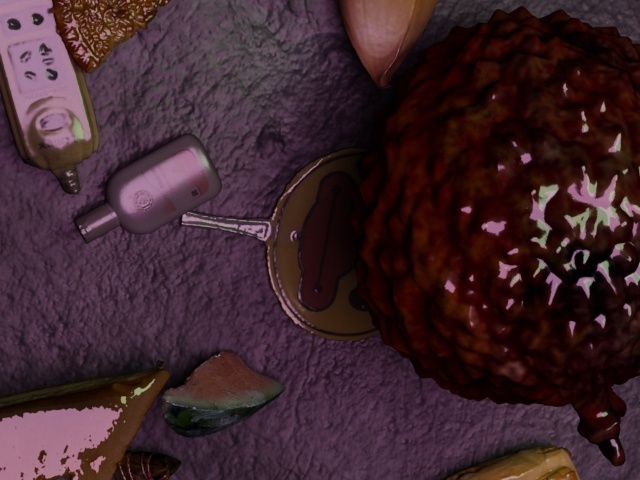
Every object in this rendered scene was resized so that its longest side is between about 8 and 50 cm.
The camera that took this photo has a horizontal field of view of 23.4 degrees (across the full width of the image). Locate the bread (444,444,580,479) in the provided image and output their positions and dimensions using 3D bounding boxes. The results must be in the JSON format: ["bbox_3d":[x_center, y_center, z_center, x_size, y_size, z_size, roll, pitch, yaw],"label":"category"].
[{"bbox_3d":[0.221,0.374,1.866,0.235,0.099,0.211,-19,103,-13],"label":"bread"}]

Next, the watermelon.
[{"bbox_3d":[-0.128,0.185,1.740,0.101,0.155,0.080,-43,81,25],"label":"watermelon"}]

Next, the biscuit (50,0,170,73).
[{"bbox_3d":[-0.216,-0.283,1.644,0.126,0.025,0.206,47,67,-25],"label":"biscuit"}]

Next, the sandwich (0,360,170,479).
[{"bbox_3d":[-0.275,0.212,1.687,0.235,0.122,0.128,-11,99,-15],"label":"sandwich"}]

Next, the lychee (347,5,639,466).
[{"bbox_3d":[0.237,-0.002,1.657,0.424,0.424,0.500,-5,75,-15],"label":"lychee"}]

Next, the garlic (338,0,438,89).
[{"bbox_3d":[0.086,-0.284,1.724,0.115,0.128,0.207,-15,123,-45],"label":"garlic"}]

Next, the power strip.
[{"bbox_3d":[-0.313,-0.233,1.640,0.092,0.066,0.388,-16,103,-11],"label":"power strip"}]

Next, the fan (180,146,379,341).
[{"bbox_3d":[0.000,0.000,1.792,0.335,0.011,0.230,8,96,-17],"label":"fan"}]

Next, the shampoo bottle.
[{"bbox_3d":[-0.194,-0.050,1.713,0.165,0.040,0.080,-30,107,-11],"label":"shampoo bottle"}]

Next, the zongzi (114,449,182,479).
[{"bbox_3d":[-0.192,0.257,1.745,0.083,0.073,0.067,-13,84,-15],"label":"zongzi"}]
